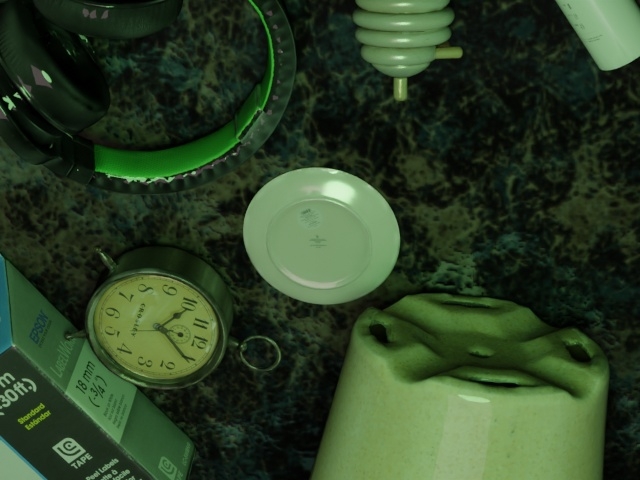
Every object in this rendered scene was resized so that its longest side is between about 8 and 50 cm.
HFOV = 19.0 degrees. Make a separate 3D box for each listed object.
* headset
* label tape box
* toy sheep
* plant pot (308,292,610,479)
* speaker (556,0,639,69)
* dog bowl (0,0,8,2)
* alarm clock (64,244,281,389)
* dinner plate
[{"bbox_3d":[-0.208,-0.196,1.572,0.394,0.185,0.243,26,117,-25],"label":"headset"},{"bbox_3d":[-0.319,0.167,1.791,0.241,0.106,0.333,-35,110,24],"label":"label tape box"},{"bbox_3d":[0.069,-0.178,1.548,0.091,0.091,0.132,1,102,8],"label":"toy sheep"},{"bbox_3d":[0.118,0.223,1.667,0.334,0.334,0.305,9,109,3],"label":"plant pot"},{"bbox_3d":[0.212,-0.203,1.530,0.055,0.055,0.136,-28,112,22],"label":"speaker"},{"bbox_3d":[-0.270,-0.365,1.339,0.408,0.150,0.407,-2,97,-15],"label":"dog bowl"},{"bbox_3d":[-0.126,0.075,1.734,0.192,0.064,0.129,22,120,-2],"label":"alarm clock"},{"bbox_3d":[0.000,0.000,1.702,0.141,0.017,0.141,3,119,6],"label":"dinner plate"}]
